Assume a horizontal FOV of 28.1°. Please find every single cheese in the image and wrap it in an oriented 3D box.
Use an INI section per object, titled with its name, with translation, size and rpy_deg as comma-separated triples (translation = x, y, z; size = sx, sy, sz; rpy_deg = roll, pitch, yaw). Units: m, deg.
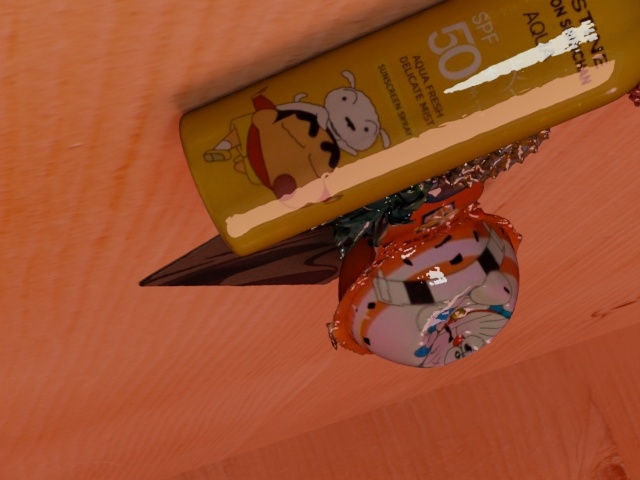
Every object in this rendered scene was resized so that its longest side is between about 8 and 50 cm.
[cheese]
translation = 0.103, 0.019, 1.224
size = 0.217, 0.129, 0.329
rpy_deg = -23, 148, -14

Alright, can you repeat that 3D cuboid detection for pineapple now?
[pineapple]
translation = 0.087, -0.072, 0.978
size = 0.221, 0.103, 0.083
rpy_deg = -31, 139, 23

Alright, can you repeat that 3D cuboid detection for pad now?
[pad]
translation = 0.000, 0.000, 1.271
size = 0.220, 0.004, 0.330
rpy_deg = -30, 163, 29

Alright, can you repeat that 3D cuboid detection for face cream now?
[face cream]
translation = 0.086, -0.101, 0.829
size = 0.349, 0.105, 0.105
rpy_deg = -22, 165, 6

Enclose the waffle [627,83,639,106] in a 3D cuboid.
[waffle]
translation = 0.310, -0.148, 1.128
size = 0.075, 0.029, 0.083
rpy_deg = -12, 160, -34
